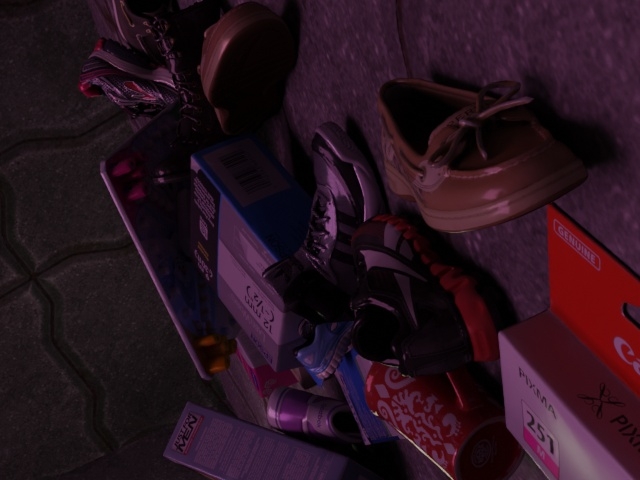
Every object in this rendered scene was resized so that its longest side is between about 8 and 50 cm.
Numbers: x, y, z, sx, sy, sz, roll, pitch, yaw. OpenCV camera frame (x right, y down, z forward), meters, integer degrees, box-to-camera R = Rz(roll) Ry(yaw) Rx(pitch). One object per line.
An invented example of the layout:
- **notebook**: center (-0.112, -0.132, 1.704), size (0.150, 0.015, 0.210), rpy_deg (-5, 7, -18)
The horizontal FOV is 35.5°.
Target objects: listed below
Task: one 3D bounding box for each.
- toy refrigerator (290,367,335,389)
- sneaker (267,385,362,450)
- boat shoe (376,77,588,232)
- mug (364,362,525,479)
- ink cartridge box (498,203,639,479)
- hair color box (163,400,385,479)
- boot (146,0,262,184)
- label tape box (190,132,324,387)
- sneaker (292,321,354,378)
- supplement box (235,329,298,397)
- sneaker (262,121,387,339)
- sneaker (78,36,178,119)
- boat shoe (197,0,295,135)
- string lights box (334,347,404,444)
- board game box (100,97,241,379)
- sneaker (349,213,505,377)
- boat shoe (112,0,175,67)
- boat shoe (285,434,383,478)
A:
- **toy refrigerator**: center (-0.043, 0.113, 1.703), size (0.102, 0.094, 0.269), rpy_deg (47, 157, 56)
- **sneaker**: center (0.033, 0.330, 1.759), size (0.282, 0.161, 0.102), rpy_deg (33, -114, -63)
- **boat shoe**: center (0.102, -0.074, 0.768), size (0.089, 0.104, 0.285), rpy_deg (67, 168, -15)
- **mug**: center (0.127, 0.177, 1.074), size (0.150, 0.113, 0.169), rpy_deg (51, 174, -34)
- **ink cartridge box**: center (0.227, 0.141, 0.742), size (0.275, 0.060, 0.239), rpy_deg (52, 162, 48)
- **hair color box**: center (-0.073, 0.403, 1.742), size (0.374, 0.114, 0.185), rpy_deg (11, 159, 39)
- **boot**: center (-0.201, -0.226, 1.486), size (0.091, 0.263, 0.229), rpy_deg (-4, 120, 36)
- **label tape box**: center (-0.087, 0.054, 1.473), size (0.249, 0.115, 0.348), rpy_deg (49, 147, 30)
- **sneaker**: center (0.017, 0.099, 1.328), size (0.073, 0.162, 0.063), rpy_deg (29, 170, -6)
- **supplement box**: center (-0.131, 0.222, 2.208), size (0.220, 0.114, 0.111), rpy_deg (51, 159, 45)
- **sneaker**: center (0.000, 0.000, 1.197), size (0.101, 0.153, 0.269), rpy_deg (45, 155, 58)
- **sneaker**: center (-0.325, -0.276, 1.918), size (0.299, 0.112, 0.121), rpy_deg (27, 170, 19)
- **boat shoe**: center (-0.114, -0.239, 1.318), size (0.110, 0.121, 0.341), rpy_deg (64, 168, 8)
- **string lights box**: center (0.089, 0.199, 1.353), size (0.133, 0.076, 0.260), rpy_deg (65, 167, 8)
- **board game box**: center (-0.195, -0.025, 1.696), size (0.390, 0.050, 0.390), rpy_deg (-62, -48, -63)
- **sneaker**: center (0.076, 0.055, 1.035), size (0.276, 0.135, 0.098), rpy_deg (48, 159, 58)
- **boat shoe**: center (-0.326, -0.439, 1.854), size (0.091, 0.109, 0.305), rpy_deg (40, 157, 45)
- **boat shoe**: center (0.025, 0.454, 1.935), size (0.130, 0.132, 0.355), rpy_deg (70, 167, -20)
